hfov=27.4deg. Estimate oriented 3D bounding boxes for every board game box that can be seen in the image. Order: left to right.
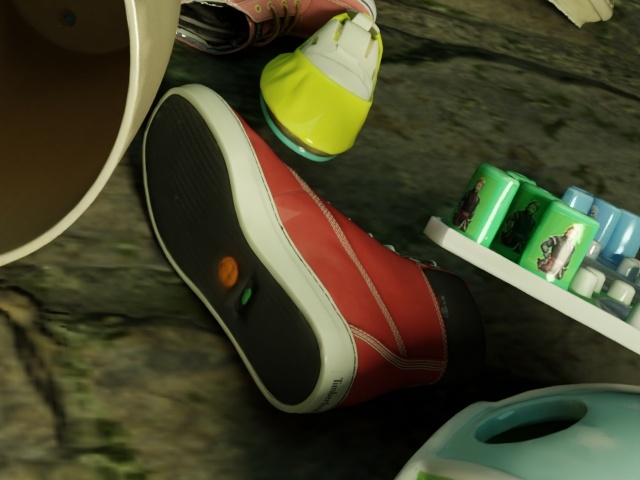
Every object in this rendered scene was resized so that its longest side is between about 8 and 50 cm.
[{"bbox_3d":[0.282,0.065,0.777,0.390,0.050,0.390,29,9,16],"label":"board game box"}]

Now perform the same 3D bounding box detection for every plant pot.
[{"bbox_3d":[-0.184,-0.145,0.769,0.256,0.256,0.274,32,22,0],"label":"plant pot"}]

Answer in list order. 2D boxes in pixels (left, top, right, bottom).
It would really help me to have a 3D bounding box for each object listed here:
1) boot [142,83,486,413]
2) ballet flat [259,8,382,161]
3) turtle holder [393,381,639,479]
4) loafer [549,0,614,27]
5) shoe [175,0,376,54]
[{"bbox_3d":[0.000,0.000,0.841,0.176,0.088,0.244,-2,50,-44],"label":"boot"},{"bbox_3d":[0.009,-0.121,0.914,0.077,0.077,0.231,35,17,-5],"label":"ballet flat"},{"bbox_3d":[0.156,0.166,0.634,0.227,0.243,0.320,30,54,22],"label":"turtle holder"},{"bbox_3d":[0.170,-0.290,1.250,0.268,0.092,0.102,37,33,-19],"label":"loafer"},{"bbox_3d":[-0.041,-0.173,1.009,0.178,0.063,0.081,13,44,-14],"label":"shoe"}]
